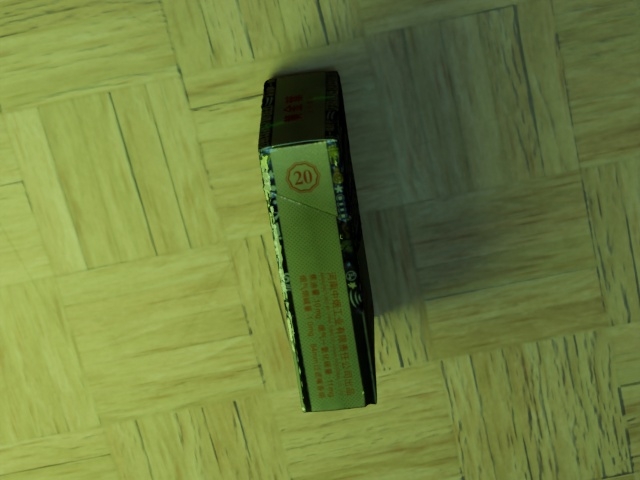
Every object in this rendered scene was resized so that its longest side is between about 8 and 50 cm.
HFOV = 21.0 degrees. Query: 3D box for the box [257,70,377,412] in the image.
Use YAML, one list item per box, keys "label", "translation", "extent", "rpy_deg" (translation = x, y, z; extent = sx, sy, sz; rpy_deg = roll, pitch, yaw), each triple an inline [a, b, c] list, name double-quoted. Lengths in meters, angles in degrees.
- label: "box"
  translation: [0.000, 0.000, 1.816]
  extent: [0.084, 0.198, 0.310]
  rpy_deg: [-7, 115, 4]
